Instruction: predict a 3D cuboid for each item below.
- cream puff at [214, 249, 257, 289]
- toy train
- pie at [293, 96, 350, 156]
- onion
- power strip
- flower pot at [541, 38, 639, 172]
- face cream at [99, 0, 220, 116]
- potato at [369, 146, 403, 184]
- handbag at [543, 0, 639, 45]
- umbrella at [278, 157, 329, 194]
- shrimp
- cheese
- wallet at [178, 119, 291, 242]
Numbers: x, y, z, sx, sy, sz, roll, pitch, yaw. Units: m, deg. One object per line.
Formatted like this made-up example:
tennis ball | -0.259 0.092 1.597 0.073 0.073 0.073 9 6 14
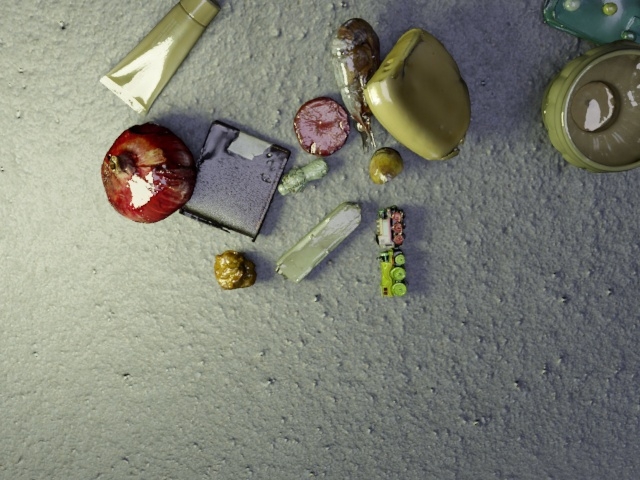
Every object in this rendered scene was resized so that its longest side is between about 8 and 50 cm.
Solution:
cream puff | -0.222 0.079 1.806 0.094 0.116 0.122 -19 121 17
toy train | 0.190 0.029 1.829 0.085 0.053 0.250 -2 106 6
pie | 0.003 -0.289 1.744 0.154 0.036 0.155 0 106 -1
onion | -0.426 -0.165 1.666 0.252 0.219 0.252 -3 81 20
power strip | 0.001 0.000 1.820 0.286 0.048 0.080 -43 104 10
flower pot | 0.672 -0.321 1.639 0.307 0.244 0.308 -1 105 -3
face cream | -0.382 -0.466 1.673 0.137 0.084 0.341 40 109 -21
potato | 0.164 -0.191 1.740 0.096 0.103 0.066 -32 107 6
handbag | 0.704 -0.606 1.632 0.274 0.100 0.269 21 104 -6
umbrella | -0.044 -0.162 1.767 0.143 0.062 0.067 -31 69 -2
shrimp | 0.107 -0.369 1.683 0.116 0.145 0.343 10 122 38
cheese | 0.255 -0.331 1.652 0.316 0.128 0.260 43 74 -27
wallet | -0.221 -0.150 1.767 0.220 0.071 0.262 22 98 -6
